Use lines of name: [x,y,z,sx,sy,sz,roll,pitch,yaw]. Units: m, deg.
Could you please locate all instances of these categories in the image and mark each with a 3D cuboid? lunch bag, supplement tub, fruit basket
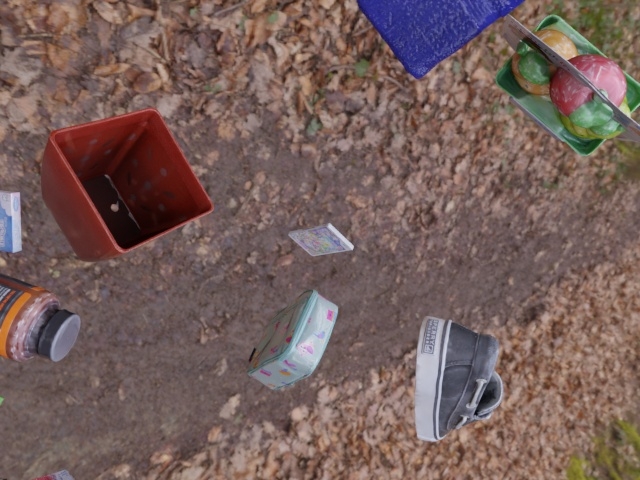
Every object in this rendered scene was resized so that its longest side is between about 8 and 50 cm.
lunch bag: [-0.076,0.254,1.431,0.107,0.279,0.224,33,53,-15]
supplement tub: [-0.444,0.102,0.770,0.106,0.197,0.106,20,90,-87]
fruit basket: [0.431,-0.259,0.961,0.165,0.327,0.353,-50,179,27]

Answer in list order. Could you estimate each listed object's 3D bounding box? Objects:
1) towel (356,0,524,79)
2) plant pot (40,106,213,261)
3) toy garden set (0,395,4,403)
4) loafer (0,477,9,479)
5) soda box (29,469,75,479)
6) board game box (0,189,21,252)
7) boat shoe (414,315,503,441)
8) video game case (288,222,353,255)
towel: [0.238,-0.481,1.031,0.308,0.076,0.228,-34,105,25]
plant pot: [-0.451,-0.096,1.216,0.267,0.235,0.267,-34,95,-49]
toy garden set: [-0.628,0.298,0.796,0.203,0.049,0.244,37,68,-28]
loafer: [-0.286,0.192,0.402,0.267,0.096,0.084,43,52,-50]
soda box: [-0.499,0.507,0.915,0.263,0.083,0.092,-53,156,11]
board game box: [-0.496,-0.032,0.833,0.020,0.090,0.090,-40,135,-74]
boat shoe: [0.179,0.190,0.708,0.301,0.102,0.108,75,28,-52]
video game case: [0.000,0.000,1.194,0.087,0.122,0.011,43,54,-33]
